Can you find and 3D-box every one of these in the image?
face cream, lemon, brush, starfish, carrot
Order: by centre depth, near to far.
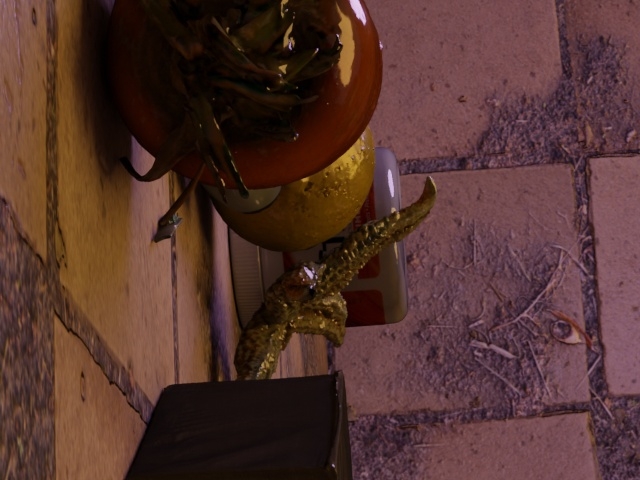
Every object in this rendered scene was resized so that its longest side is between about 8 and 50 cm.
[{"bbox_3d":[-0.060,-0.130,1.425,0.331,0.214,0.193,-72,140,-88],"label":"carrot"},{"bbox_3d":[-0.125,-0.011,1.614,0.083,0.016,0.013,-79,152,-78],"label":"brush"},{"bbox_3d":[-0.032,-0.076,1.955,0.206,0.173,0.173,114,-27,-77],"label":"lemon"},{"bbox_3d":[-0.033,0.093,1.987,0.358,0.078,0.347,-56,173,34],"label":"starfish"},{"bbox_3d":[0.000,0.000,2.235,0.201,0.187,0.201,-4,90,-86],"label":"face cream"}]

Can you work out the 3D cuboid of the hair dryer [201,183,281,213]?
[{"bbox_3d":[-0.111,-0.174,1.783,0.229,0.092,0.267,61,10,-68],"label":"hair dryer"}]

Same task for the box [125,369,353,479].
[{"bbox_3d":[-0.051,0.206,1.485,0.231,0.149,0.155,-79,164,-76],"label":"box"}]
